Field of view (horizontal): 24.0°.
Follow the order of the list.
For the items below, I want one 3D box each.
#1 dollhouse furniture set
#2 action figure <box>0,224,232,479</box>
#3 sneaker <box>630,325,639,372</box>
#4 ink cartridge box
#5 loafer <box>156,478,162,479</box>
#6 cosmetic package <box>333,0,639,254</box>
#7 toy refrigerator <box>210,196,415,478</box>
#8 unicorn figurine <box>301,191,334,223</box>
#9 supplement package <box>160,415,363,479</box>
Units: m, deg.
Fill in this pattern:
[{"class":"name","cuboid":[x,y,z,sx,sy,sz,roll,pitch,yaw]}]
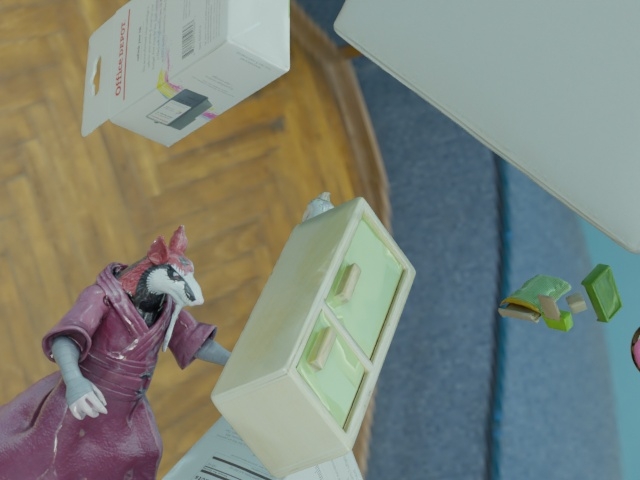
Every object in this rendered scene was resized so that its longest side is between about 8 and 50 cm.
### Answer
[{"class":"dollhouse furniture set","cuboid":[0.269,0.055,1.725,0.076,0.152,0.058,-41,120,-28]},{"class":"action figure","cuboid":[-0.231,0.142,1.690,0.248,0.276,0.370,13,105,-42]},{"class":"sneaker","cuboid":[0.264,0.067,1.058,0.170,0.075,0.063,-18,90,-41]},{"class":"ink cartridge box","cuboid":[-0.202,-0.280,2.220,0.119,0.353,0.207,23,55,-37]},{"class":"loafer","cuboid":[-0.212,0.368,2.044,0.220,0.080,0.078,25,80,-49]},{"class":"cosmetic package","cuboid":[0.288,-0.248,1.163,0.327,0.393,0.329,40,27,27]},{"class":"toy refrigerator","cuboid":[0.003,0.080,1.369,0.102,0.094,0.269,54,33,-20]},{"class":"unicorn figurine","cuboid":[0.000,0.000,1.606,0.060,0.111,0.162,14,31,-24]},{"class":"supplement package","cuboid":[-0.083,0.296,1.586,0.244,0.134,0.139,-46,132,-32]}]
